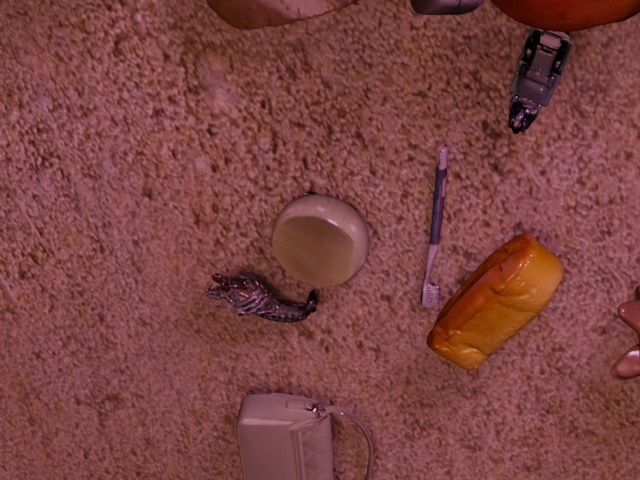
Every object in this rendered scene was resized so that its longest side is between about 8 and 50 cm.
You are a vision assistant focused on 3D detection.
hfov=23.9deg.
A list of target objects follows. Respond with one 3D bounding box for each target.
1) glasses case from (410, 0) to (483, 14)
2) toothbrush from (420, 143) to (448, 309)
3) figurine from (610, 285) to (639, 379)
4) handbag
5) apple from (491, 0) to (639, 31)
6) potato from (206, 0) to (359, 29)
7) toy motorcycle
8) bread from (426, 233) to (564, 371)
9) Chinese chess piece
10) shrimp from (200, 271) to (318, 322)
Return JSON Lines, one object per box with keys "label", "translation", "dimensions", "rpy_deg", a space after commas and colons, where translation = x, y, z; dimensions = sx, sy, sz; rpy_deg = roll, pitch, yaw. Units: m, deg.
{"label": "glasses case", "translation": [0.144, -0.414, 1.682], "dimensions": [0.074, 0.131, 0.323], "rpy_deg": [0, 95, -9]}
{"label": "toothbrush", "translation": [0.163, -0.014, 2.134], "dimensions": [0.026, 0.024, 0.288], "rpy_deg": [13, 129, 14]}
{"label": "figurine", "translation": [0.497, 0.080, 1.958], "dimensions": [0.247, 0.177, 0.173], "rpy_deg": [3, 145, 30]}
{"label": "handbag", "translation": [-0.021, 0.355, 2.468], "dimensions": [0.219, 0.079, 0.256], "rpy_deg": [3, 127, 8]}
{"label": "apple", "translation": [0.292, -0.344, 1.703], "dimensions": [0.230, 0.230, 0.230], "rpy_deg": [12, 129, 15]}
{"label": "potato", "translation": [-0.056, -0.348, 1.930], "dimensions": [0.243, 0.098, 0.138], "rpy_deg": [-10, 119, 28]}
{"label": "toy motorcycle", "translation": [0.274, -0.213, 1.887], "dimensions": [0.058, 0.100, 0.173], "rpy_deg": [22, 128, 8]}
{"label": "bread", "translation": [0.241, 0.086, 2.129], "dimensions": [0.094, 0.102, 0.245], "rpy_deg": [32, 133, -11]}
{"label": "Chinese chess piece", "translation": [0.000, 0.000, 2.195], "dimensions": [0.144, 0.058, 0.144], "rpy_deg": [12, 131, 14]}
{"label": "shrimp", "translation": [-0.093, 0.097, 2.295], "dimensions": [0.174, 0.082, 0.076], "rpy_deg": [13, 125, 5]}
